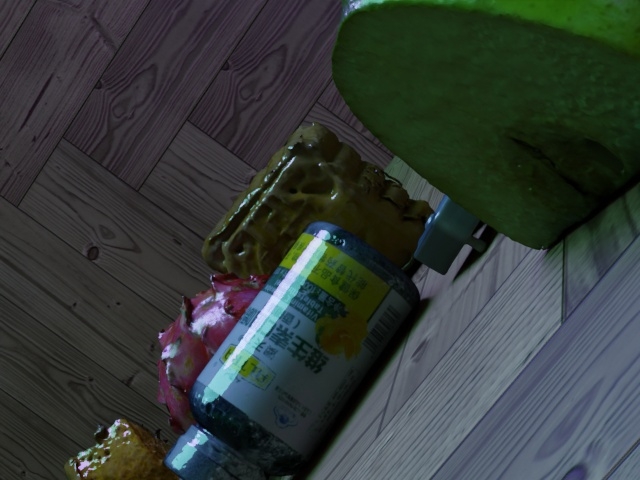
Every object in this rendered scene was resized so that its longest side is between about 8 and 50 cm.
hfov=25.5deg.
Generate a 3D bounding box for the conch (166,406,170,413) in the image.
[{"bbox_3d":[-0.143,0.237,2.155,0.187,0.124,0.181,-5,-20,-43],"label":"conch"}]

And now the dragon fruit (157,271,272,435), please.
[{"bbox_3d":[-0.091,0.154,1.618,0.268,0.205,0.210,126,142,-58],"label":"dragon fruit"}]

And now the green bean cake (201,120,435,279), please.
[{"bbox_3d":[0.000,0.000,1.720,0.230,0.224,0.131,-49,4,21],"label":"green bean cake"}]

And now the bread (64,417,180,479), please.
[{"bbox_3d":[-0.220,0.335,1.854,0.143,0.139,0.229,-48,-40,0],"label":"bread"}]

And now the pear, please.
[{"bbox_3d":[0.132,-0.142,0.941,0.159,0.292,0.292,-65,7,-23],"label":"pear"}]

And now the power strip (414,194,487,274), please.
[{"bbox_3d":[0.161,-0.052,1.392,0.216,0.061,0.145,-55,-4,-28],"label":"power strip"}]

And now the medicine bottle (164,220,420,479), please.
[{"bbox_3d":[-0.034,0.133,1.425,0.293,0.141,0.141,-55,2,-8],"label":"medicine bottle"}]

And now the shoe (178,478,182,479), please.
[{"bbox_3d":[-0.119,0.290,1.660,0.078,0.079,0.195,-50,3,-34],"label":"shoe"}]
